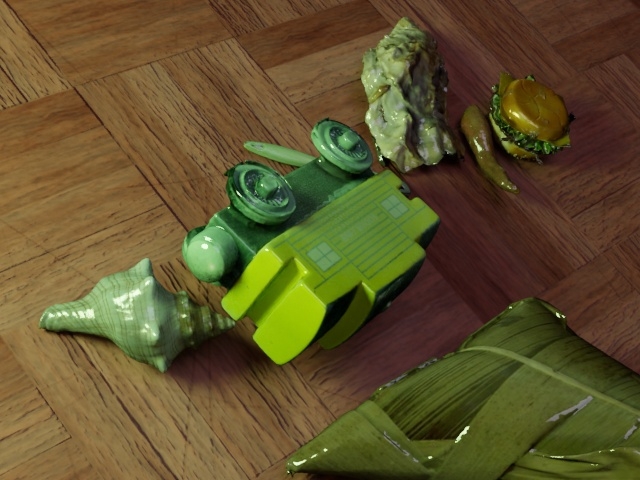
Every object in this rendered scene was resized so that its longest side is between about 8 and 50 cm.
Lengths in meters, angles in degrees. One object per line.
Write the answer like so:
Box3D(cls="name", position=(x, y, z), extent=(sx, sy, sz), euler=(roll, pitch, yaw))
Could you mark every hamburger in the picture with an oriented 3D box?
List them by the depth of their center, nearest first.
Box3D(cls="hamburger", position=(0.373, -0.220, 2.056), extent=(0.164, 0.093, 0.189), euler=(28, 48, -6))

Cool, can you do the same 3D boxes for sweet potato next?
Box3D(cls="sweet potato", position=(0.293, -0.155, 1.991), extent=(0.050, 0.050, 0.214), euler=(1, 52, -26))

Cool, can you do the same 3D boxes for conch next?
Box3D(cls="conch", position=(-0.227, 0.091, 1.481), extent=(0.234, 0.114, 0.137), euler=(24, 75, -18))

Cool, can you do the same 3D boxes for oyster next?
Box3D(cls="oyster", position=(0.163, -0.273, 1.990), extent=(0.201, 0.107, 0.355), euler=(10, 50, -24))

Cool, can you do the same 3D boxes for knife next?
Box3D(cls="knife", position=(0.014, -0.115, 1.845), extent=(0.293, 0.020, 0.043), euler=(13, 47, -18))

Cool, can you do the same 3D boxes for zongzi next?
Box3D(cls="zongzi", position=(0.277, 0.324, 1.437), extent=(0.467, 0.218, 0.500), euler=(-28, 41, -26))

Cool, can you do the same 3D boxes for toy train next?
Box3D(cls="toy train", position=(0.000, 0.000, 1.613), extent=(0.272, 0.179, 0.442), euler=(45, 35, 8))
